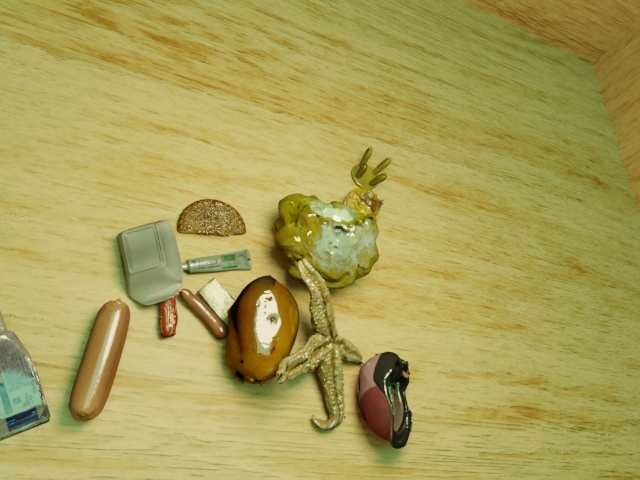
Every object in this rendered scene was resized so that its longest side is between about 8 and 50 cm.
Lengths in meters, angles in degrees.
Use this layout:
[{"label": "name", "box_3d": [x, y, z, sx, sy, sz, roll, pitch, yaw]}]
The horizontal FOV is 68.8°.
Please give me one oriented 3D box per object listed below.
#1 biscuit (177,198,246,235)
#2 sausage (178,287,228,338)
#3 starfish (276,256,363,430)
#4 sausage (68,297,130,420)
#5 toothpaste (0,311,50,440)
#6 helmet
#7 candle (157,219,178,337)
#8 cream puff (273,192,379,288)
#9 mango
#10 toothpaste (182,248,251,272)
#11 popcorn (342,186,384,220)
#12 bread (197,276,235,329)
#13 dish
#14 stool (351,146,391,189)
[{"label": "biscuit", "box_3d": [-0.329, -0.072, 1.418, 0.206, 0.025, 0.125, 1, 65, -26]}, {"label": "sausage", "box_3d": [-0.319, 0.199, 1.277, 0.176, 0.040, 0.047, 48, 15, 1]}, {"label": "starfish", "box_3d": [-0.014, 0.301, 1.269, 0.324, 0.083, 0.432, -58, 134, -38]}, {"label": "sausage", "box_3d": [-0.522, 0.277, 1.114, 0.086, 0.086, 0.288, 17, 59, -18]}, {"label": "toothpaste", "box_3d": [-0.700, 0.289, 1.043, 0.099, 0.068, 0.282, -20, 85, -2]}, {"label": "helmet", "box_3d": [0.176, 0.445, 1.339, 0.198, 0.154, 0.253, 45, 55, -53]}, {"label": "candle", "box_3d": [-0.417, 0.101, 1.278, 0.051, 0.048, 0.329, -5, 68, -11]}, {"label": "cream puff", "box_3d": [0.005, 0.007, 1.444, 0.324, 0.270, 0.274, 11, 96, -21]}, {"label": "mango", "box_3d": [-0.157, 0.242, 1.265, 0.202, 0.152, 0.287, 10, 68, -10]}, {"label": "toothpaste", "box_3d": [-0.303, 0.066, 1.358, 0.218, 0.041, 0.064, -6, 81, -31]}, {"label": "popcorn", "box_3d": [0.141, -0.106, 1.607, 0.149, 0.152, 0.167, 16, 68, -41]}, {"label": "bread", "box_3d": [-0.276, 0.181, 1.318, 0.153, 0.028, 0.068, 48, 55, 1]}, {"label": "dish", "box_3d": [-0.455, 0.053, 1.236, 0.154, 0.064, 0.234, -17, 72, -7]}, {"label": "stool", "box_3d": [0.184, -0.259, 1.714, 0.135, 0.110, 0.134, -18, 76, -31]}]
